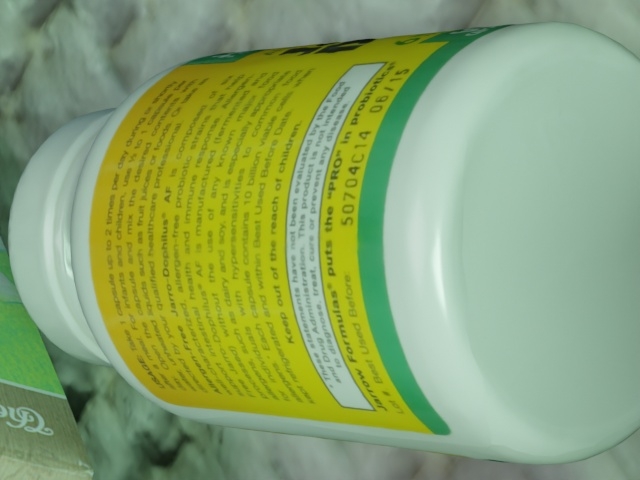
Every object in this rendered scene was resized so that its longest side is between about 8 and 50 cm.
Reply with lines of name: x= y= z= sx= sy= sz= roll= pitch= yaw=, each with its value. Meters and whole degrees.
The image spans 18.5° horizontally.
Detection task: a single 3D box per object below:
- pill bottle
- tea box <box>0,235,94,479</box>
pill bottle: x=0.000 y=0.000 z=0.584 sx=0.208 sy=0.117 sz=0.118 roll=0 pitch=91 yaw=49
tea box: x=-0.286 y=0.092 z=0.747 sx=0.329 sy=0.220 sz=0.323 roll=-58 pitch=36 yaw=19
